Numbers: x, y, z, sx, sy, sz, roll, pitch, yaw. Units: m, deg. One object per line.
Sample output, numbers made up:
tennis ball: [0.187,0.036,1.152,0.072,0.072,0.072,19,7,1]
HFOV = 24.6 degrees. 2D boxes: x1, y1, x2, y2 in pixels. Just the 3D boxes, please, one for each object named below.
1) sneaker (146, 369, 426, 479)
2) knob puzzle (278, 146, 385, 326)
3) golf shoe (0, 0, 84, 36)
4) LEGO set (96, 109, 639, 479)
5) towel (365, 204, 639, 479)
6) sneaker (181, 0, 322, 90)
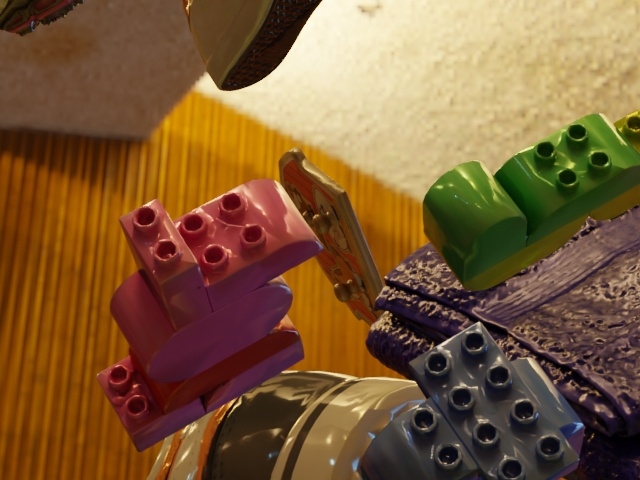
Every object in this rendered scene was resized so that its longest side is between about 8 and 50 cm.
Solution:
sneaker: [-0.032,0.204,0.530,0.127,0.321,0.126,3,-16,45]
knob puzzle: [0.000,0.000,1.362,0.030,0.213,0.213,-29,-21,-12]
golf shoe: [-0.273,-0.177,1.113,0.186,0.067,0.086,-28,-72,2]
LEGO set: [0.063,-0.008,0.322,0.227,0.087,0.093,-29,-28,-11]
towel: [0.178,0.036,0.900,0.308,0.228,0.076,28,-30,61]
sneaker: [-0.039,-0.253,1.227,0.106,0.123,0.290,-16,-21,-43]
